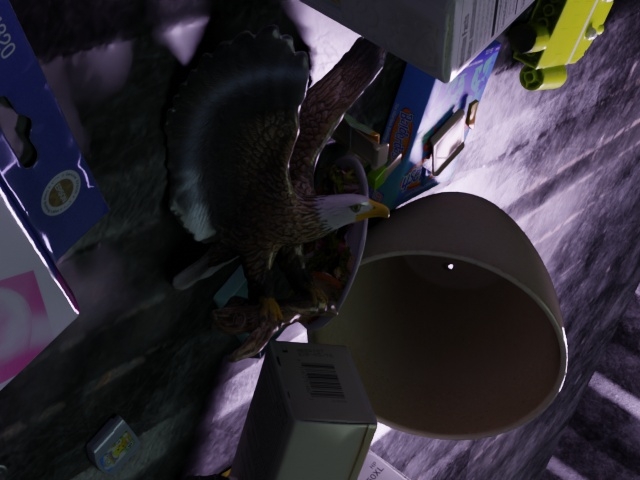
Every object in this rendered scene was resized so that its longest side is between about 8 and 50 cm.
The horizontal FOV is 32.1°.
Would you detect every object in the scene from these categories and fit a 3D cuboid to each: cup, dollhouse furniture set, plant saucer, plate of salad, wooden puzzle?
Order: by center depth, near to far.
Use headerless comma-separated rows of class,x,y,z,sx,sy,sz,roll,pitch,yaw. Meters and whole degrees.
plate of salad,0.000,0.000,1.234,0.048,0.200,0.199,13,115,-20
dollhouse furniture set,0.055,-0.112,1.283,0.058,0.076,0.151,-47,165,-16
plant saucer,-0.080,0.086,1.342,0.067,0.018,0.192,-50,155,-15
wooden puzzle,0.162,-0.126,1.425,0.116,0.014,0.078,-43,149,-28
cup,0.169,0.068,1.490,0.237,0.331,0.331,-70,173,-48

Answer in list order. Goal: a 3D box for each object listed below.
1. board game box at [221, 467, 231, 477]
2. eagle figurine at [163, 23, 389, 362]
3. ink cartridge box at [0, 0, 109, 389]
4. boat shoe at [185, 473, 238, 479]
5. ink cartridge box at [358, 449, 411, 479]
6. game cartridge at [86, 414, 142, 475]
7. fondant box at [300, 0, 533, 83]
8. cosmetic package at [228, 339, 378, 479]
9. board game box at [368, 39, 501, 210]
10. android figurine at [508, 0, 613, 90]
board game box,-0.071,0.348,1.664,0.259,0.039,0.124,-20,138,-50
eagle figurine,-0.038,-0.058,1.091,0.226,0.225,0.298,-143,-132,-75
ink cartridge box,-0.288,0.015,0.794,0.330,0.071,0.324,-46,154,-19
boat shoe,-0.179,0.395,1.493,0.079,0.084,0.233,9,127,-23
ink cartridge box,0.055,0.617,2.077,0.285,0.166,0.395,-44,153,-28
game cartridge,-0.230,0.230,1.236,0.056,0.017,0.083,-45,154,-17
fondant box,0.110,-0.308,0.936,0.330,0.238,0.096,-44,155,-26
cosmetic package,-0.038,0.297,1.426,0.113,0.160,0.309,5,122,-18
board game box,0.143,-0.155,1.429,0.160,0.047,0.210,-29,145,-48
android figurine,0.368,-0.336,1.628,0.273,0.056,0.248,-15,133,-54
